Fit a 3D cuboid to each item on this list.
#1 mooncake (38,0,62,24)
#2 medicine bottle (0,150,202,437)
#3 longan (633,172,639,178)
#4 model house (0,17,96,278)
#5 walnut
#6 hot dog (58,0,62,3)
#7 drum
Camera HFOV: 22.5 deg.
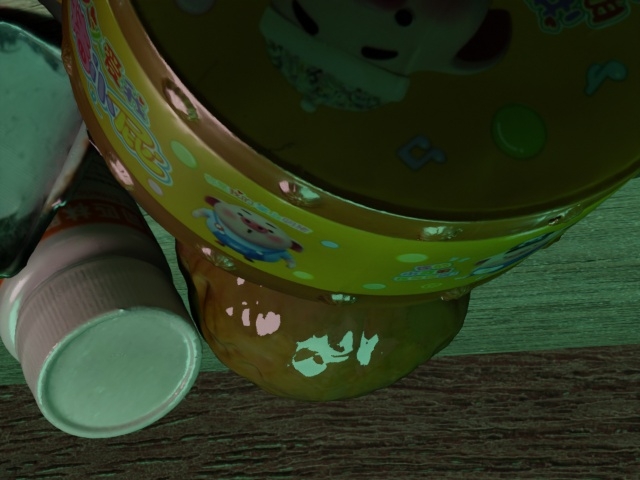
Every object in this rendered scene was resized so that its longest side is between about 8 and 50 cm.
[{"bbox_3d":[-0.099,-0.234,1.349,0.283,0.141,0.283,8,162,3],"label":"mooncake"},{"bbox_3d":[-0.288,0.039,1.869,0.211,0.371,0.211,-15,131,-18],"label":"medicine bottle"},{"bbox_3d":[0.284,-0.154,1.548,0.220,0.197,0.196,-9,164,10],"label":"longan"},{"bbox_3d":[-0.366,-0.101,1.743,0.184,0.253,0.291,28,175,-18],"label":"model house"},{"bbox_3d":[0.000,0.000,1.783,0.308,0.354,0.398,10,-175,-23],"label":"walnut"},{"bbox_3d":[-0.202,-0.248,1.197,0.269,0.109,0.072,35,178,23],"label":"hot dog"},{"bbox_3d":[0.048,-0.176,1.045,0.431,0.431,0.214,3,164,-12],"label":"drum"}]
